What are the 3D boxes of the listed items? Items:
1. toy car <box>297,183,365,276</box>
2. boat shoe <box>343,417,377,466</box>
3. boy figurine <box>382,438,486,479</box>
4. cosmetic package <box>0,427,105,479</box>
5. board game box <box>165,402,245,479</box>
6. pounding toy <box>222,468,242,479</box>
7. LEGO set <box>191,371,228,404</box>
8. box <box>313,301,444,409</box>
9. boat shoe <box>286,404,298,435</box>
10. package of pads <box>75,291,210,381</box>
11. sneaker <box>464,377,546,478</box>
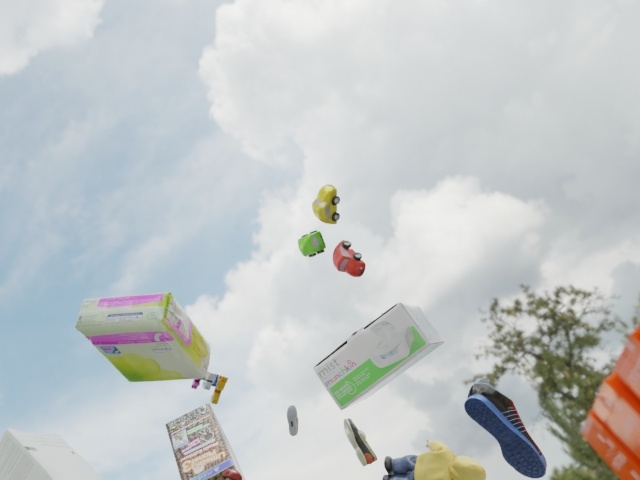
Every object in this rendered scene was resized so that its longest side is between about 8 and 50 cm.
[{"bbox_3d":[0.000,0.000,1.610,0.053,0.239,0.225,-17,-5,-34],"label":"toy car"},{"bbox_3d":[0.107,0.545,1.756,0.043,0.137,0.049,-17,-30,-23],"label":"boat shoe"},{"bbox_3d":[0.310,0.623,1.751,0.285,0.177,0.092,-16,-48,26],"label":"boy figurine"},{"bbox_3d":[-0.804,0.733,1.935,0.156,0.385,0.217,-63,-33,-7],"label":"cosmetic package"},{"bbox_3d":[-0.306,0.651,1.821,0.141,0.291,0.232,-25,-61,-12],"label":"board game box"},{"bbox_3d":[-0.176,0.627,1.541,0.110,0.236,0.183,-64,-32,-31],"label":"pounding toy"},{"bbox_3d":[-0.365,0.486,2.133,0.087,0.227,0.093,21,-104,-17],"label":"LEGO set"},{"bbox_3d":[0.145,0.272,1.555,0.262,0.127,0.231,-38,-16,9],"label":"box"},{"bbox_3d":[-0.089,0.597,2.142,0.035,0.100,0.035,-11,-15,12],"label":"boat shoe"},{"bbox_3d":[-0.412,0.240,1.563,0.229,0.101,0.297,-5,-37,11],"label":"package of pads"},{"bbox_3d":[0.405,0.396,1.377,0.081,0.232,0.090,-38,3,39],"label":"sneaker"}]
